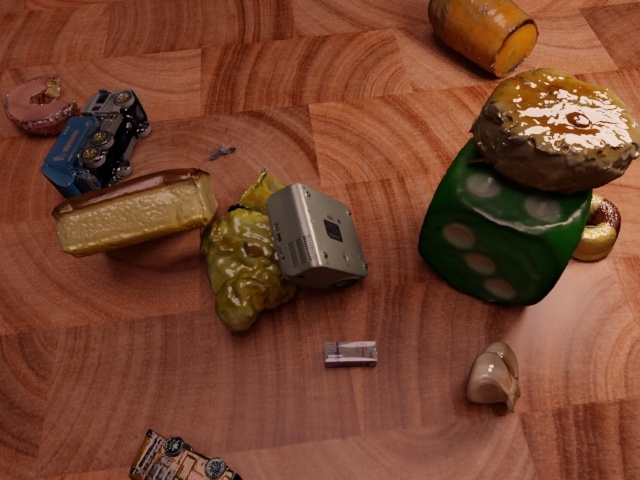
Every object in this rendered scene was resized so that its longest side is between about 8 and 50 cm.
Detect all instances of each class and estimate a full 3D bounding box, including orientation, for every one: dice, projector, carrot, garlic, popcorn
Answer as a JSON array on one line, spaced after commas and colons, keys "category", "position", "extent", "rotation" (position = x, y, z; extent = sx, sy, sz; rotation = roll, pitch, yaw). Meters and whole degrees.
[{"category": "dice", "position": [0.413, -0.044, 1.174], "extent": [0.300, 0.297, 0.287], "rotation": [25, 58, 17]}, {"category": "projector", "position": [0.000, 0.000, 1.167], "extent": [0.108, 0.250, 0.198], "rotation": [-24, 69, 24]}, {"category": "carrot", "position": [0.504, -0.693, 1.630], "extent": [0.224, 0.224, 0.340], "rotation": [-30, 60, -16]}, {"category": "garlic", "position": [0.359, 0.280, 1.076], "extent": [0.099, 0.123, 0.174], "rotation": [-2, 19, 33]}, {"category": "popcorn", "position": [-0.153, 0.058, 1.203], "extent": [0.226, 0.173, 0.285], "rotation": [-14, 56, -12]}]

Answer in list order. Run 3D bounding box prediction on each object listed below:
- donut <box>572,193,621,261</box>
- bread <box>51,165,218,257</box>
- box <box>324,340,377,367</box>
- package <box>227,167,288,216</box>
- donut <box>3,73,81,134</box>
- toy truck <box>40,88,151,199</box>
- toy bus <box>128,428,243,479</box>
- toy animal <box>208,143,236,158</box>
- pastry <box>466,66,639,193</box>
[{"category": "donut", "position": [0.667, -0.042, 1.294], "extent": [0.184, 0.073, 0.166], "rotation": [-39, 61, -22]}, {"category": "bread", "position": [-0.418, -0.078, 1.227], "extent": [0.334, 0.323, 0.143], "rotation": [-15, 100, -8]}, {"category": "box", "position": [0.067, 0.254, 1.147], "extent": [0.117, 0.036, 0.050], "rotation": [0, 57, 1]}, {"category": "package", "position": [-0.107, -0.084, 1.339], "extent": [0.226, 0.090, 0.168], "rotation": [28, 66, 15]}, {"category": "donut", "position": [-0.853, -0.406, 1.579], "extent": [0.199, 0.085, 0.232], "rotation": [-30, 61, -17]}, {"category": "toy truck", "position": [-0.621, -0.263, 1.444], "extent": [0.176, 0.146, 0.367], "rotation": [7, 58, 12]}, {"category": "toy bus", "position": [-0.263, 0.456, 0.994], "extent": [0.201, 0.098, 0.114], "rotation": [21, 60, 13]}, {"category": "toy animal", "position": [-0.290, -0.264, 1.498], "extent": [0.084, 0.028, 0.050], "rotation": [-20, 67, -11]}, {"category": "pastry", "position": [0.474, -0.219, 1.039], "extent": [0.330, 0.136, 0.329], "rotation": [2, 50, -3]}]
